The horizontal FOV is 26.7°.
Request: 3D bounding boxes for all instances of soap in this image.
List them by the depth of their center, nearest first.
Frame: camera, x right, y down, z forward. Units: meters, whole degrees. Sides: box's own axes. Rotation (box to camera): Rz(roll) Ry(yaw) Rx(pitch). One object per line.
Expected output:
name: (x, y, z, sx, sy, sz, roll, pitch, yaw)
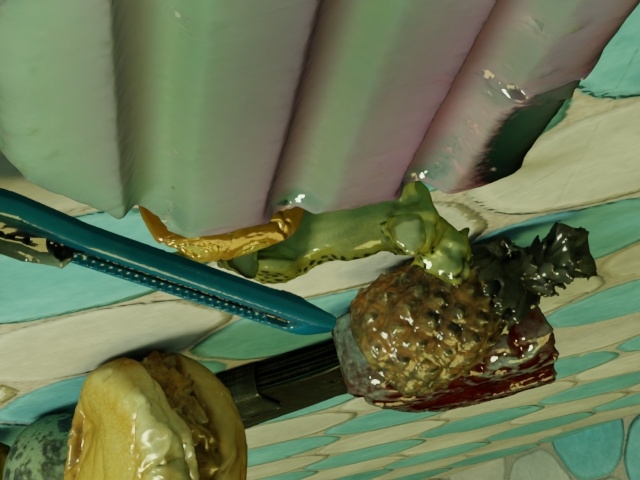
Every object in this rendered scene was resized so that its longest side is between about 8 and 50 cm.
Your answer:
soap: (-0.006, -0.098, 0.372, 0.193, 0.109, 0.324, -11, 166, -10)

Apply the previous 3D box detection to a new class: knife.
knife: (-0.105, 0.009, 0.700, 0.296, 0.026, 0.044, 21, 149, -35)

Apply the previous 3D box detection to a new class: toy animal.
toy animal: (0.000, 0.000, 0.816, 0.181, 0.073, 0.136, -13, 167, 5)

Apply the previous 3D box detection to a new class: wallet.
wallet: (-0.059, 0.163, 1.407, 0.317, 0.044, 0.169, -20, 163, 19)

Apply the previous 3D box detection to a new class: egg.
egg: (-0.244, 0.236, 1.315, 0.132, 0.132, 0.172, -6, -155, -27)

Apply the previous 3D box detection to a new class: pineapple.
pineapple: (0.122, 0.043, 1.050, 0.197, 0.108, 0.108, -29, 162, 11)

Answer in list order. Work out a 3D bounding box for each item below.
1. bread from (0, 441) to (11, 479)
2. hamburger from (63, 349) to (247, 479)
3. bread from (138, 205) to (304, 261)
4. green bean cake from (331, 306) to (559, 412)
bread: (-0.419, 0.290, 1.381, 0.227, 0.142, 0.253, -3, 165, -39)
hamburger: (-0.145, 0.199, 1.157, 0.108, 0.214, 0.214, 3, 159, -37)
bread: (-0.047, -0.028, 0.659, 0.083, 0.081, 0.046, 22, 170, -5)
green bean cake: (0.135, 0.093, 1.217, 0.198, 0.097, 0.232, -19, 164, 20)
